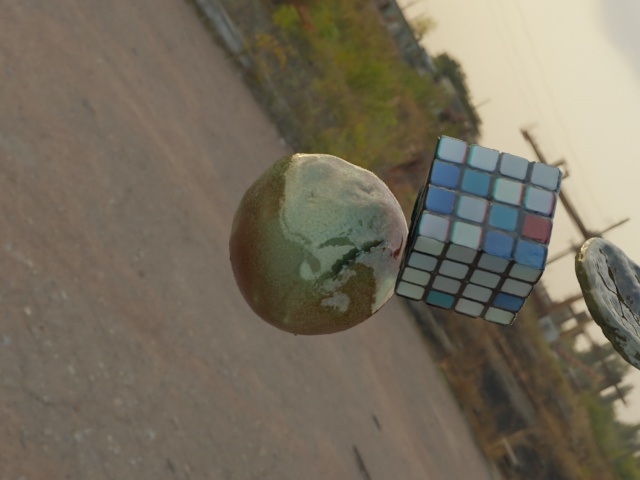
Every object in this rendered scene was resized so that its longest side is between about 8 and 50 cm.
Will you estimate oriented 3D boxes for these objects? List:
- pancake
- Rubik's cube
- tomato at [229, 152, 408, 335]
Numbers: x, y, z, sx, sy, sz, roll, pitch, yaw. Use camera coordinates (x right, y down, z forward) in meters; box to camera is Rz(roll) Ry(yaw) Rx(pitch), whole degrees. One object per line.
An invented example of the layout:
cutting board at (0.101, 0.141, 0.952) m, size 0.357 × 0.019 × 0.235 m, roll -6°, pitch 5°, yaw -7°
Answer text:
pancake at (0.570, 0.127, 2.001) m, size 0.294 × 0.049 × 0.294 m, roll 30°, pitch 40°, yaw -29°
Rubik's cube at (0.186, -0.009, 1.320) m, size 0.154 × 0.155 × 0.151 m, roll 102°, pitch 5°, yaw -58°
tomato at (0.000, 0.000, 1.807) m, size 0.239 × 0.304 × 0.303 m, roll 101°, pitch -33°, yaw -64°
